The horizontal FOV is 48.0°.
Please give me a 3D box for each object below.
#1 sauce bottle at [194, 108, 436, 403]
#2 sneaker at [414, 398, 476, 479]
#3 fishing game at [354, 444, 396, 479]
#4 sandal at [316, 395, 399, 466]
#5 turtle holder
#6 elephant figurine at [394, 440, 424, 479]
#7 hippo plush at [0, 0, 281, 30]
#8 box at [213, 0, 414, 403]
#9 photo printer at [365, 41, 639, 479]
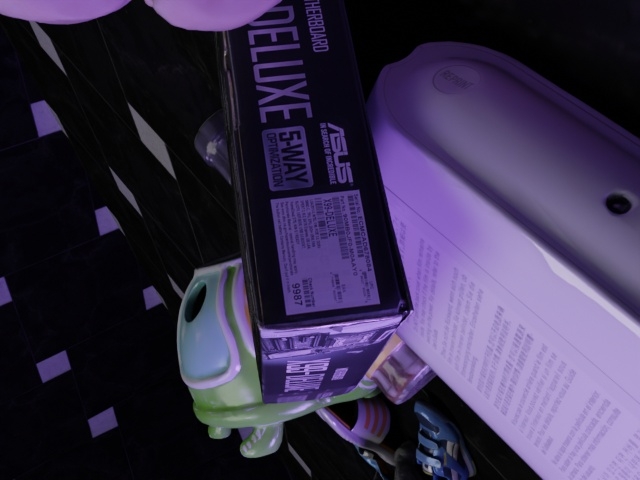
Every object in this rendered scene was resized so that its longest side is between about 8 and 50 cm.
[{"bbox_3d":[0.000,0.000,0.722,0.344,0.111,0.111,48,161,16],"label":"sauce bottle"},{"bbox_3d":[0.150,0.266,0.920,0.144,0.059,0.053,62,163,-22],"label":"sneaker"},{"bbox_3d":[0.110,0.380,1.229,0.264,0.041,0.189,43,176,24],"label":"fishing game"},{"bbox_3d":[0.074,0.277,1.129,0.102,0.076,0.265,36,177,46],"label":"sandal"},{"bbox_3d":[-0.060,0.123,0.899,0.320,0.244,0.227,180,72,-79],"label":"turtle holder"},{"bbox_3d":[0.146,0.431,1.018,0.169,0.186,0.239,30,-175,3],"label":"elephant figurine"},{"bbox_3d":[-0.109,-0.251,0.299,0.236,0.234,0.294,59,178,30],"label":"hippo plush"},{"bbox_3d":[-0.025,-0.058,0.493,0.242,0.077,0.307,100,162,-68],"label":"box"},{"bbox_3d":[0.138,0.037,0.448,0.307,0.107,0.256,44,159,29],"label":"photo printer"}]
